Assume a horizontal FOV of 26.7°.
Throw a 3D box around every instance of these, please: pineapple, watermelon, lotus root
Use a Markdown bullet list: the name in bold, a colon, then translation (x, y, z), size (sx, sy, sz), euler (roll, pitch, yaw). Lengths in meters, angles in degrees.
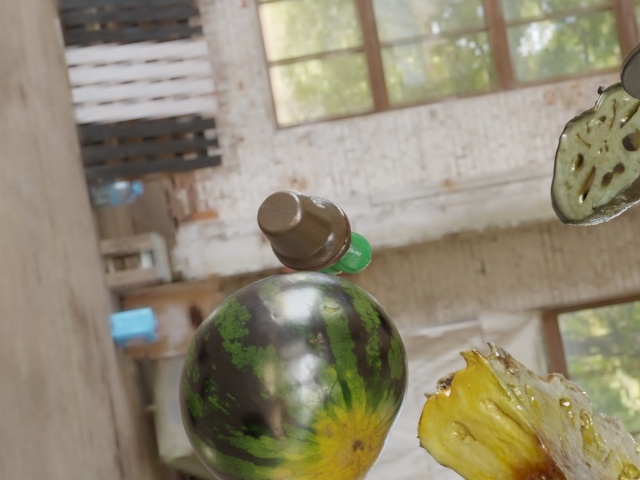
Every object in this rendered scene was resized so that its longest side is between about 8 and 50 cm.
- **pineapple**: translation (0.205, 0.197, 1.224), size (0.114, 0.236, 0.186), euler (-58, -171, 31)
- **watermelon**: translation (-0.031, 0.167, 1.490), size (0.269, 0.268, 0.269), euler (-10, 90, -89)
- **lotus root**: translation (0.385, -0.105, 1.745), size (0.183, 0.078, 0.204), euler (-15, -126, 56)

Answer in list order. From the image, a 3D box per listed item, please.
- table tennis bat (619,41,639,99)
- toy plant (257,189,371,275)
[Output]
- **table tennis bat**: translation (0.402, -0.164, 1.278), size (0.138, 0.246, 0.022), euler (122, -34, -59)
- **toy plant**: translation (0.000, 0.000, 1.810), size (0.200, 0.142, 0.105), euler (33, 73, -51)
